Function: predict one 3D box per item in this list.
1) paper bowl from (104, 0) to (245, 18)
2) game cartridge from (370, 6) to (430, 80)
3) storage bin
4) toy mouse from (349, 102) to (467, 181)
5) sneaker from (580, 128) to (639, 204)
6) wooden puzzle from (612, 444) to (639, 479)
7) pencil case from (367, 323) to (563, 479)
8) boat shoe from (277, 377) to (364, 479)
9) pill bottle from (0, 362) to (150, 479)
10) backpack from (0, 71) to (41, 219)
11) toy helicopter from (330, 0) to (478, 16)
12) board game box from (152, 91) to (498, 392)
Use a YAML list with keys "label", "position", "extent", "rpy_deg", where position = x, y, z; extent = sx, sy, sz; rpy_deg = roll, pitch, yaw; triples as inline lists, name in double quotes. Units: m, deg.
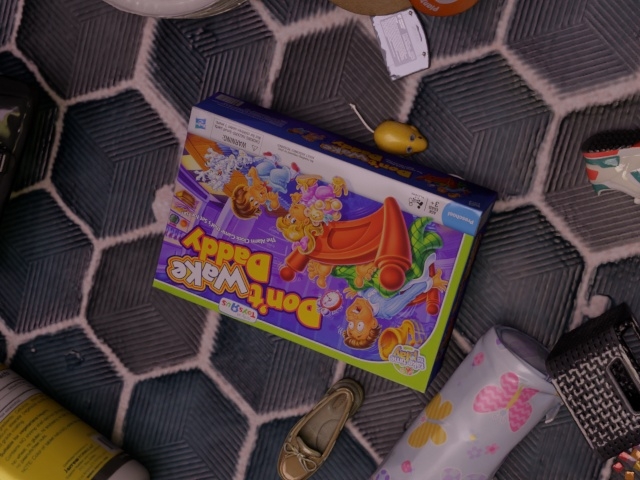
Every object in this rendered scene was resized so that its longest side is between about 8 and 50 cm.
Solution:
- label: "paper bowl"
  position: [-0.175, -0.394, 1.685]
  extent: [0.284, 0.148, 0.284]
  rpy_deg: [2, 99, 17]
- label: "game cartridge"
  position: [0.093, -0.229, 1.699]
  extent: [0.056, 0.017, 0.083]
  rpy_deg: [-17, 93, 21]
- label: "storage bin"
  position: [0.314, 0.149, 1.601]
  extent: [0.084, 0.180, 0.122]
  rpy_deg: [-31, 88, 17]
- label: "toy mouse"
  position: [0.082, -0.063, 1.715]
  extent: [0.161, 0.031, 0.143]
  rpy_deg: [21, 103, 12]
- label: "sneaker"
  position: [0.366, -0.079, 1.621]
  extent: [0.161, 0.057, 0.075]
  rpy_deg: [0, 122, 24]
- label: "wooden puzzle"
  position: [0.370, 0.239, 1.688]
  extent: [0.049, 0.006, 0.083]
  rpy_deg: [31, 104, 10]
- label: "pencil case"
  position: [0.167, 0.224, 1.690]
  extent: [0.124, 0.113, 0.273]
  rpy_deg: [28, 108, -33]
- label: "boat shoe"
  position: [-0.005, 0.230, 1.771]
  extent: [0.056, 0.048, 0.153]
  rpy_deg: [41, 106, 7]
- label: "pill bottle"
  position: [-0.390, 0.264, 1.812]
  extent: [0.334, 0.188, 0.188]
  rpy_deg: [34, 105, 9]
- label: "backpack"
  position: [-0.536, -0.127, 1.787]
  extent: [0.356, 0.273, 0.290]
  rpy_deg: [18, 105, -9]
- label: "toy helicopter"
  position: [0.004, -0.344, 1.550]
  extent: [0.235, 0.355, 0.140]
  rpy_deg: [-19, 57, 24]
- label: "board game box"
  position: [0.000, 0.000, 1.700]
  extent: [0.347, 0.078, 0.233]
  rpy_deg: [20, 114, 13]
